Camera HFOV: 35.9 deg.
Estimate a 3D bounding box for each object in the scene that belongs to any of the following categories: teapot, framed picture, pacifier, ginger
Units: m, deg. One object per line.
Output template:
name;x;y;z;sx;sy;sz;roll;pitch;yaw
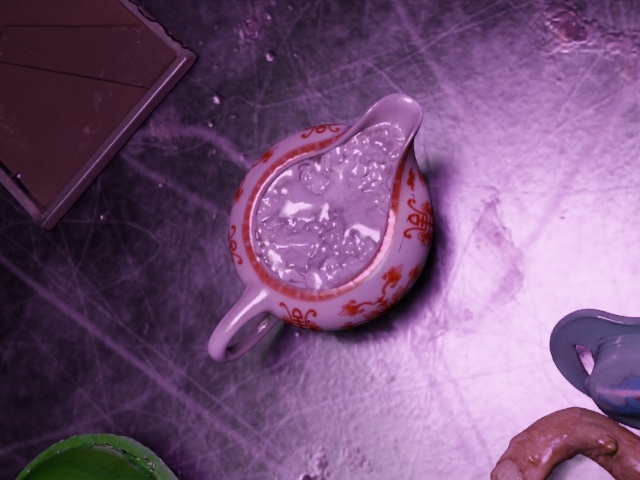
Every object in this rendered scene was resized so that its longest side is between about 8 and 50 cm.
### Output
teapot;0.000;0.000;0.767;0.159;0.116;0.245;34;88;9
framed picture;-0.280;-0.179;0.945;0.289;0.016;0.213;42;93;21
pacifier;0.242;0.075;0.689;0.150;0.127;0.116;-12;33;42
ginger;0.258;0.159;0.642;0.288;0.089;0.075;9;70;7

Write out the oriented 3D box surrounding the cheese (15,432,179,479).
cheese;-0.143;0.254;0.773;0.320;0.083;0.204;-4;75;20
